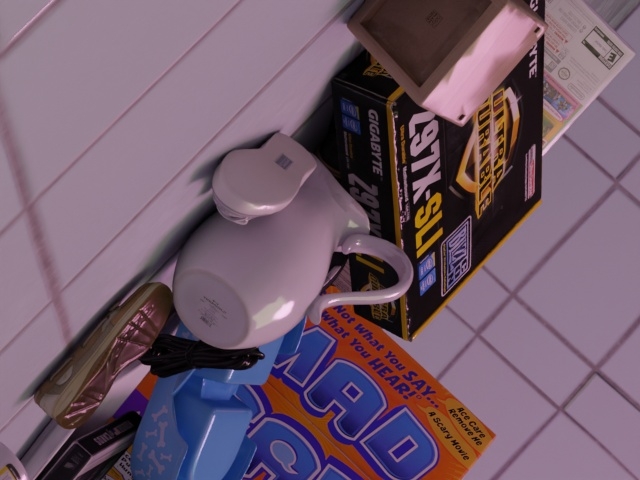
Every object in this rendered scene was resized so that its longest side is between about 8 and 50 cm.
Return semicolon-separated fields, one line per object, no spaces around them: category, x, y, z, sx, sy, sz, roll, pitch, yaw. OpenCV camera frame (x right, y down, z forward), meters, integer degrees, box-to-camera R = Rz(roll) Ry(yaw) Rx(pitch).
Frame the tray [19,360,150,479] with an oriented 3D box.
tray;-0.268;0.211;1.737;0.270;0.030;0.145;-50;173;26

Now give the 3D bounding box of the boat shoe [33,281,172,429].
boat shoe;-0.191;0.093;1.497;0.153;0.048;0.056;-54;151;-3

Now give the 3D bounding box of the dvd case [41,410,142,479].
dvd case;-0.289;0.284;1.776;0.239;0.029;0.179;-50;174;12

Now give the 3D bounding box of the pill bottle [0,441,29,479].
pill bottle;-0.299;0.217;1.390;0.116;0.065;0.065;-43;172;-35

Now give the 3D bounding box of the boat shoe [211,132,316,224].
boat shoe;-0.059;-0.045;1.457;0.063;0.066;0.184;-51;-177;21

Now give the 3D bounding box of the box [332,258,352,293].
box;0.072;0.020;2.334;0.127;0.148;0.232;-43;173;-37

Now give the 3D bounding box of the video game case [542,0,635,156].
video game case;0.213;-0.193;1.841;0.193;0.212;0.023;-48;-146;7

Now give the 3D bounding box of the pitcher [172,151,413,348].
pitcher;-0.023;0.026;1.565;0.207;0.177;0.125;-42;162;-46

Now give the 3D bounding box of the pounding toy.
pounding toy;0.109;-0.189;1.409;0.130;0.141;0.100;-49;146;15

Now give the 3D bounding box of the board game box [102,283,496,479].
board game box;-0.072;0.305;2.149;0.356;0.356;0.356;-43;173;-37

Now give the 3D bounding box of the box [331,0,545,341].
box;0.126;-0.095;1.698;0.257;0.079;0.322;-42;144;-32

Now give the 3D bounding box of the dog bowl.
dog bowl;-0.112;0.156;1.832;0.166;0.074;0.297;14;100;-65

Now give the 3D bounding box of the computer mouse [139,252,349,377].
computer mouse;-0.069;0.056;1.707;0.184;0.060;0.262;-8;-146;39

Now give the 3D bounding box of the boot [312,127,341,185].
boot;0.078;-0.134;1.785;0.137;0.077;0.198;-58;170;33
